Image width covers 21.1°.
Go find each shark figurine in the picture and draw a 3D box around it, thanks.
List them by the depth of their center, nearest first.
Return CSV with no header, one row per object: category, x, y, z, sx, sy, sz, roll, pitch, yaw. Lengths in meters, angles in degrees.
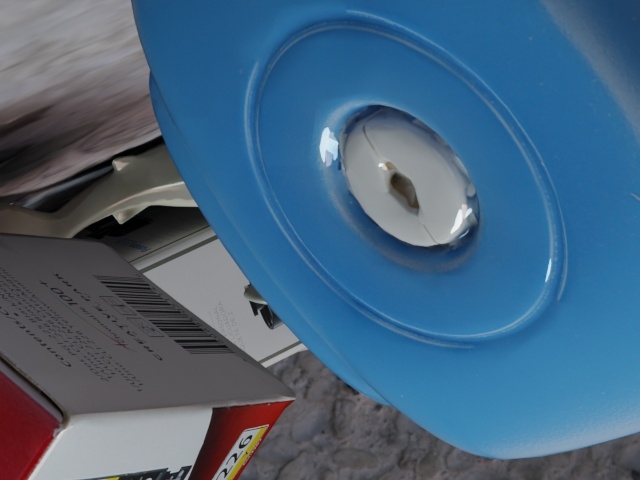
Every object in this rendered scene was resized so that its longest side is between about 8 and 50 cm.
shark figurine,-0.035,-0.041,0.868,0.278,0.166,0.116,-1,141,-9

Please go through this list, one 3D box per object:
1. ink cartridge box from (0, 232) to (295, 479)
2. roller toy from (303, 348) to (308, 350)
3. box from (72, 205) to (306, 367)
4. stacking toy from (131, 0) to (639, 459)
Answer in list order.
ink cartridge box,-0.187,0.153,0.675,0.309,0.130,0.272,-57,160,10
roller toy,0.000,0.000,1.289,0.191,0.146,0.209,-15,180,-27
box,-0.040,0.004,1.009,0.290,0.087,0.169,-25,-163,-22
stacking toy,0.107,-0.092,0.495,0.302,0.175,0.166,-42,-171,-36
